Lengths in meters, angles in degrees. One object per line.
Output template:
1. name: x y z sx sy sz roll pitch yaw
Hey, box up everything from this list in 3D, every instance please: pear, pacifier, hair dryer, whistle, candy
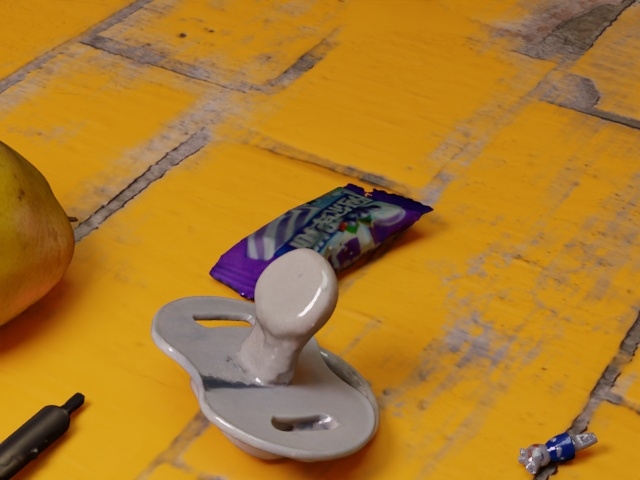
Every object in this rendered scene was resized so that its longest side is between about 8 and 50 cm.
1. pear: -0.422 -0.025 1.547 0.285 0.285 0.336 18 37 23
2. pacifier: -0.036 0.099 1.435 0.227 0.207 0.279 -1 32 -34
3. hair dryer: -0.284 0.220 1.383 0.195 0.078 0.248 18 33 20
4. whistle: 0.239 0.212 1.425 0.083 0.029 0.033 -18 47 -8
5. candy: 0.000 0.000 1.692 0.145 0.070 0.275 21 42 40
